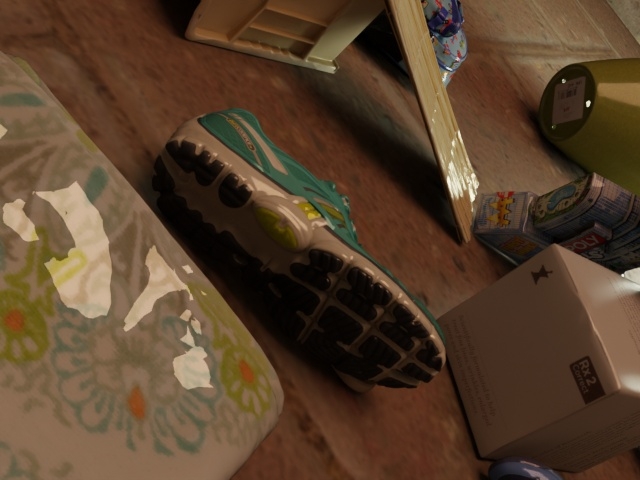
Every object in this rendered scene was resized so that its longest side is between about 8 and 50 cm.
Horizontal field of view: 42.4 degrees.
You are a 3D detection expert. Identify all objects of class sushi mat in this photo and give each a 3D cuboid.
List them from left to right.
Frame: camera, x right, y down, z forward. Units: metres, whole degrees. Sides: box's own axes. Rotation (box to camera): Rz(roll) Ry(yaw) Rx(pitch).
[{"bbox_3d":[0.129,-0.161,0.940,0.151,0.019,0.316,-70,144,-52],"label":"sushi mat"}]

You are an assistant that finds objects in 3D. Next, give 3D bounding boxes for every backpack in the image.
[{"bbox_3d":[0.138,-0.292,1.123,0.173,0.117,0.158,39,35,-25],"label":"backpack"}]

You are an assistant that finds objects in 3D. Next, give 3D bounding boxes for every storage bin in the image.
[{"bbox_3d":[-0.081,-0.336,0.885,0.260,0.123,0.262,-3,61,-52],"label":"storage bin"}]

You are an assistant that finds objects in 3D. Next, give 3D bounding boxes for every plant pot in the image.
[{"bbox_3d":[0.537,-0.207,1.438,0.294,0.274,0.274,10,48,-25],"label":"plant pot"}]

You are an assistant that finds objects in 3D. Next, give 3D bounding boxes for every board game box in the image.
[{"bbox_3d":[0.296,-0.009,1.000,0.194,0.194,0.060,23,66,-18],"label":"board game box"}]

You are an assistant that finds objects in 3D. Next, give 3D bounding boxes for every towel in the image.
[{"bbox_3d":[-0.200,0.051,0.379,0.320,0.090,0.374,51,32,1],"label":"towel"}]

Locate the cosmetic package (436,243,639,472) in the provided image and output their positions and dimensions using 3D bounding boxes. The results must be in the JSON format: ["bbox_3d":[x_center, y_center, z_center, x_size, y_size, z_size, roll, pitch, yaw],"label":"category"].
[{"bbox_3d":[0.240,0.122,0.800,0.184,0.151,0.151,20,43,-40],"label":"cosmetic package"}]

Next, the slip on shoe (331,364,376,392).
[{"bbox_3d":[0.028,0.061,0.697,0.051,0.041,0.135,25,41,-36],"label":"slip on shoe"}]

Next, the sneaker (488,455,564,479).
[{"bbox_3d":[0.200,0.249,0.716,0.144,0.053,0.059,48,34,-4],"label":"sneaker"}]

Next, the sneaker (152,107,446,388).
[{"bbox_3d":[0.000,0.000,0.639,0.275,0.107,0.110,46,42,-3],"label":"sneaker"}]
